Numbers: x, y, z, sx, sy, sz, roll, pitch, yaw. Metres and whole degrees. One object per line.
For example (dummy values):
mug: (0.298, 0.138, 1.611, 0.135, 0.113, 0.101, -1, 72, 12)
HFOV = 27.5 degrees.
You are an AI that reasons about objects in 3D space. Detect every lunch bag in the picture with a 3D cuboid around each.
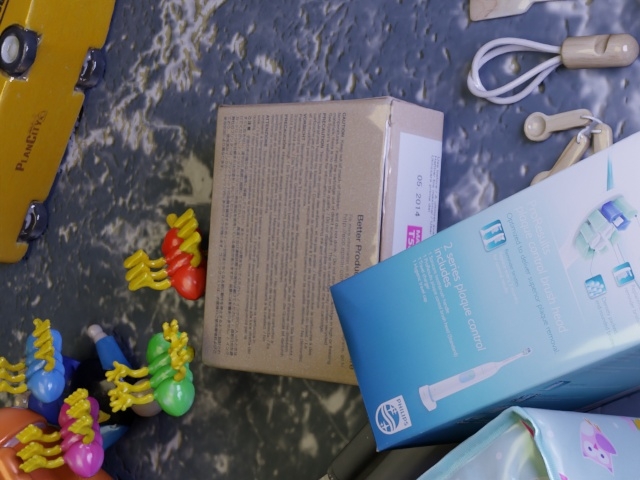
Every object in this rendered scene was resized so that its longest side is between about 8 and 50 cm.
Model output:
lunch bag: (0.130, 0.238, 0.913, 0.262, 0.223, 0.160, -43, 56, 29)

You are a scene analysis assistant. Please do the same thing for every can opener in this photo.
can opener: (0.026, 0.202, 1.072, 0.280, 0.093, 0.074, -48, 48, 31)

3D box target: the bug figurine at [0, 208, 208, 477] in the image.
bug figurine: (-0.190, 0.104, 1.212, 0.279, 0.072, 0.216, -35, 42, 21)

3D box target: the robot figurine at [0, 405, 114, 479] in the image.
robot figurine: (-0.275, 0.248, 1.266, 0.219, 0.158, 0.128, 39, 110, 12)

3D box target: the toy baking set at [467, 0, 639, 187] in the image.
toy baking set: (0.209, -0.133, 1.006, 0.197, 0.030, 0.256, -37, 65, 30)

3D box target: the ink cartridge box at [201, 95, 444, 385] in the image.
ink cartridge box: (0.000, 0.000, 1.120, 0.193, 0.088, 0.234, 3, 88, 37)

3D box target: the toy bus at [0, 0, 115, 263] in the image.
toy bus: (-0.328, -0.147, 1.375, 0.130, 0.108, 0.332, 32, 106, 36)

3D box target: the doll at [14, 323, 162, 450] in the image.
doll: (-0.230, 0.148, 1.312, 0.189, 0.046, 0.129, 3, 86, 38)

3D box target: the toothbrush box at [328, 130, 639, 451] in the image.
toothbrush box: (0.192, 0.036, 0.887, 0.296, 0.216, 0.126, -28, 70, 34)
